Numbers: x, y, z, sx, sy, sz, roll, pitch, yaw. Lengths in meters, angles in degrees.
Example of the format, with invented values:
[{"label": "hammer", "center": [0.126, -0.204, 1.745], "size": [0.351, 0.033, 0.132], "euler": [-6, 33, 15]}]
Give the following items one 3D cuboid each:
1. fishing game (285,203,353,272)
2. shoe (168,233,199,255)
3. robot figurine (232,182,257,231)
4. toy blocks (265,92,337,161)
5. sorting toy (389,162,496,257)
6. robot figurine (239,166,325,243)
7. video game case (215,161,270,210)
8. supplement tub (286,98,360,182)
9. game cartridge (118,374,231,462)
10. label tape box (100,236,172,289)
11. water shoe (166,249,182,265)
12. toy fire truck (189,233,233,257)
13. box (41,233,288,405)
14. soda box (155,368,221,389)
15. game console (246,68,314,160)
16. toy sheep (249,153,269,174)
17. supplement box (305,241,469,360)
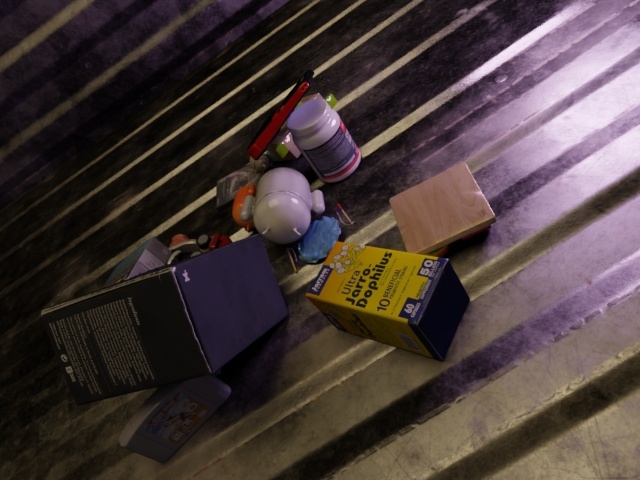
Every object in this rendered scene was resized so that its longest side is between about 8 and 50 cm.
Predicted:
[{"label": "fishing game", "center": [0.000, 0.000, 1.769], "size": [0.264, 0.041, 0.189], "euler": [-43, 38, 9]}, {"label": "shoe", "center": [-0.565, 0.007, 2.154], "size": [0.178, 0.063, 0.081], "euler": [-15, 50, 31]}, {"label": "robot figurine", "center": [-0.277, -0.128, 2.008], "size": [0.158, 0.128, 0.219], "euler": [-39, 26, 19]}, {"label": "toy blocks", "center": [-0.128, -0.479, 2.224], "size": [0.261, 0.191, 0.381], "euler": [4, 55, 52]}, {"label": "sorting toy", "center": [0.362, -0.072, 1.531], "size": [0.255, 0.089, 0.257], "euler": [-26, 42, 15]}, {"label": "robot figurine", "center": [-0.135, -0.125, 1.836], "size": [0.300, 0.199, 0.353], "euler": [-9, 37, 4]}, {"label": "video game case", "center": [-0.340, -0.254, 2.262], "size": [0.274, 0.026, 0.196], "euler": [-26, 42, 15]}, {"label": "supplement tub", "center": [0.014, -0.366, 1.913], "size": [0.191, 0.272, 0.191], "euler": [-20, 44, 20]}, {"label": "game cartridge", "center": [-0.422, 0.501, 1.495], "size": [0.297, 0.198, 0.062], "euler": [-45, 49, -7]}, {"label": "label tape box", "center": [-0.747, 0.171, 2.010], "size": [0.249, 0.115, 0.347], "euler": [-33, 27, 25]}, {"label": "water shoe", "center": [-0.580, 0.131, 2.066], "size": [0.080, 0.073, 0.203], "euler": [11, 54, 9]}, {"label": "toy fire truck", "center": [-0.358, 0.071, 1.898], "size": [0.246, 0.158, 0.217], "euler": [-1, 51, 21]}, {"label": "box", "center": [-0.428, 0.213, 1.522], "size": [0.472, 0.297, 0.480], "euler": [-20, 3, 23]}, {"label": "soda box", "center": [-0.428, 0.424, 1.669], "size": [0.216, 0.069, 0.074], "euler": [-26, 42, 14]}, {"label": "game console", "center": [-0.137, -0.473, 1.919], "size": [0.342, 0.060, 0.386], "euler": [-46, 16, 19]}, {"label": "toy sheep", "center": [-0.258, -0.332, 2.192], "size": [0.091, 0.091, 0.132], "euler": [-43, 45, -6]}, {"label": "supplement box", "center": [0.176, 0.151, 1.381], "size": [0.357, 0.195, 0.194], "euler": [9, 59, 41]}]
